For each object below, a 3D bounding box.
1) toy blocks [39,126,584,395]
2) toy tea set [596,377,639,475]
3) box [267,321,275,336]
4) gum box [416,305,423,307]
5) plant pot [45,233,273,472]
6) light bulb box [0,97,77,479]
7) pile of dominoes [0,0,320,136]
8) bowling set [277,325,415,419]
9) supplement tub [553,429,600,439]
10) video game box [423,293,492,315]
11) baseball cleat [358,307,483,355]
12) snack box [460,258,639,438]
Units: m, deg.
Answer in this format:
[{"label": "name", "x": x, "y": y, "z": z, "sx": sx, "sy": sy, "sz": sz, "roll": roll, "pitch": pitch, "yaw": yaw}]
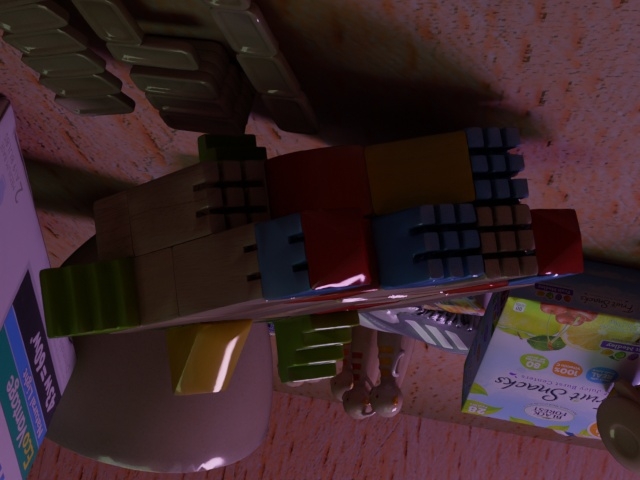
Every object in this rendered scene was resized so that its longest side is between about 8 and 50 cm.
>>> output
[{"label": "toy blocks", "x": 0.035, "y": -0.006, "z": 1.087, "sx": 0.381, "sy": 0.191, "sz": 0.261, "roll": -3, "pitch": 173, "yaw": -39}, {"label": "toy tea set", "x": 0.392, "y": 0.140, "z": 1.412, "sx": 0.124, "sy": 0.200, "sz": 0.336, "roll": -29, "pitch": 158, "yaw": -29}, {"label": "box", "x": -0.138, "y": 0.086, "z": 2.085, "sx": 0.168, "sy": 0.054, "sz": 0.059, "roll": 14, "pitch": 168, "yaw": -17}, {"label": "gum box", "x": 0.000, "y": 0.000, "z": 1.427, "sx": 0.184, "sy": 0.041, "sz": 0.157, "roll": 8, "pitch": 153, "yaw": 15}, {"label": "plant pot", "x": -0.172, "y": 0.083, "z": 1.626, "sx": 0.284, "sy": 0.191, "sz": 0.284, "roll": 13, "pitch": -158, "yaw": -5}, {"label": "light bulb box", "x": -0.438, "y": 0.051, "z": 1.361, "sx": 0.361, "sy": 0.225, "sz": 0.358, "roll": 9, "pitch": 139, "yaw": 11}, {"label": "pile of dominoes", "x": -0.112, "y": -0.137, "z": 0.987, "sx": 0.196, "sy": 0.040, "sz": 0.251, "roll": 8, "pitch": 161, "yaw": 16}, {"label": "bowling set", "x": -0.006, "y": 0.133, "z": 1.927, "sx": 0.199, "sy": 0.154, "sz": 0.287, "roll": 12, "pitch": 169, "yaw": -8}, {"label": "supplement tub", "x": 0.354, "y": 0.153, "z": 1.704, "sx": 0.199, "sy": 0.144, "sz": 0.144, "roll": 5, "pitch": 168, "yaw": 29}, {"label": "video game box", "x": 0.071, "y": 0.029, "z": 1.601, "sx": 0.187, "sy": 0.048, "sz": 0.205, "roll": 9, "pitch": 169, "yaw": 21}, {"label": "baseball cleat", "x": 0.126, "y": 0.081, "z": 1.755, "sx": 0.205, "sy": 0.072, "sz": 0.109, "roll": 7, "pitch": 163, "yaw": 1}, {"label": "snack box", "x": 0.245, "y": 0.106, "z": 1.541, "sx": 0.174, "sy": 0.070, "sz": 0.207, "roll": 10, "pitch": 142, "yaw": -2}]
